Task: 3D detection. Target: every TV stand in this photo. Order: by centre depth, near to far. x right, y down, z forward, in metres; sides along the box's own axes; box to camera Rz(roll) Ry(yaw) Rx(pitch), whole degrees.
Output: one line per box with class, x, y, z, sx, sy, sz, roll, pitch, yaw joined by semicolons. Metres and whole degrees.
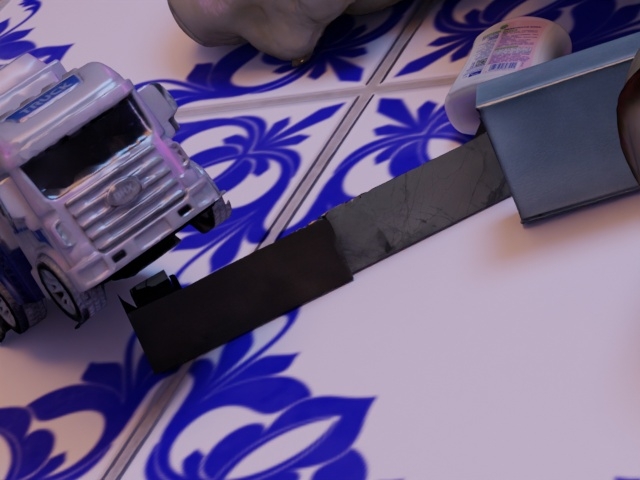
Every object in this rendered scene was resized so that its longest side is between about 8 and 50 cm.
TV stand;0.000;0.000;1.228;0.256;0.049;0.040;-27;27;-6

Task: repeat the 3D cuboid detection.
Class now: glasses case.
glasses case;0.229;-0.096;1.165;0.266;0.105;0.056;-17;42;11

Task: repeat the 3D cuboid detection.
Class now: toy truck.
toy truck;-0.174;-0.036;1.237;0.124;0.155;0.268;-37;10;-22

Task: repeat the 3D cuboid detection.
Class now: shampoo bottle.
shampoo bottle;0.129;-0.113;1.332;0.072;0.043;0.099;-8;32;25

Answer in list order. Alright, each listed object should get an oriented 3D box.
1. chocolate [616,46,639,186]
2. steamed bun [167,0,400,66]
chocolate;0.281;-0.064;0.992;0.283;0.186;0.284;-17;30;10
steamed bun;0.015;-0.286;1.543;0.320;0.206;0.275;-23;27;-7
